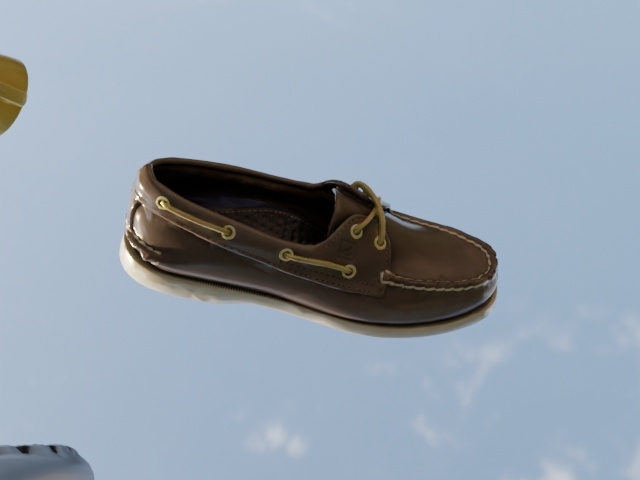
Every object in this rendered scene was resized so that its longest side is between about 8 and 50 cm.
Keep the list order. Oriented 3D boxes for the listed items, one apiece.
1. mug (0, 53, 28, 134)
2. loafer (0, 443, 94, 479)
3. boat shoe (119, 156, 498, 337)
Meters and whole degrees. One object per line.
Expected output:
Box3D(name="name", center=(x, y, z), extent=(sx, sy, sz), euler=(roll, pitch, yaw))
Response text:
Box3D(name="mug", center=(-0.246, -0.114, 0.970), extent=(0.064, 0.078, 0.062), euler=(24, -128, -45))
Box3D(name="loafer", center=(-0.130, 0.121, 0.334), extent=(0.134, 0.366, 0.130), euler=(-7, -99, -2))
Box3D(name="boat shoe", center=(0.000, 0.000, 1.138), extent=(0.325, 0.096, 0.116), euler=(10, -140, -7))
